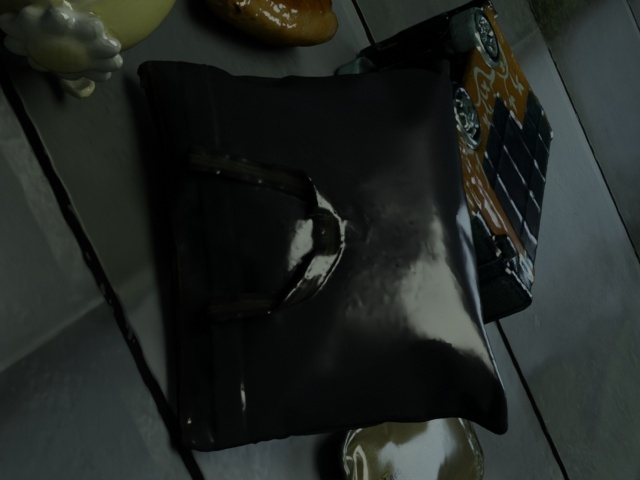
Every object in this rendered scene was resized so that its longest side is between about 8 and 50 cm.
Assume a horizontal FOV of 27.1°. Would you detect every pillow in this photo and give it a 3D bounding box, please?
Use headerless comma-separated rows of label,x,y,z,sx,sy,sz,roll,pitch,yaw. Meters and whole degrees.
pillow,0.069,0.155,0.961,0.130,0.033,0.217,66,28,-7

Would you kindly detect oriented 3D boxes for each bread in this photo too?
bread,-0.034,-0.192,0.993,0.136,0.054,0.154,41,45,-40

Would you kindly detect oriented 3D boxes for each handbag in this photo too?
handbag,0.000,0.000,0.818,0.211,0.089,0.254,-1,70,-16

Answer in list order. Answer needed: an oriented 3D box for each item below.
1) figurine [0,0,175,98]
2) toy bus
figurine,-0.160,-0.246,0.652,0.227,0.274,0.394,-57,153,-34
toy bus,0.090,-0.055,1.035,0.167,0.138,0.275,58,28,-23
